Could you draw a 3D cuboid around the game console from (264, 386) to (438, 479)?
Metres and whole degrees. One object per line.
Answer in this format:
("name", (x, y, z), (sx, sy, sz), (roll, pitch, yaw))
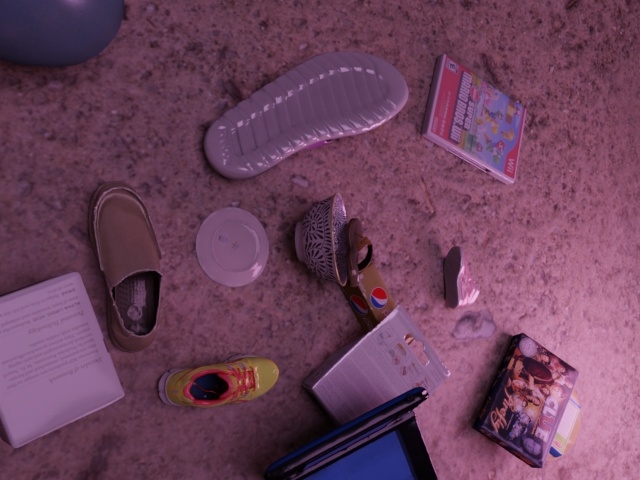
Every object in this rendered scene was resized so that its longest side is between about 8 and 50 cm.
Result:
("game console", (0.070, 0.401, 1.090), (0.293, 0.250, 0.173), (-25, 71, -14))

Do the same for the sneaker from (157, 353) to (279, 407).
("sneaker", (-0.150, 0.235, 1.053), (0.208, 0.094, 0.082), (-6, 85, -35))

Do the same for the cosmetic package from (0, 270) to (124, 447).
("cosmetic package", (-0.386, 0.155, 0.877), (0.151, 0.151, 0.184), (-23, 97, -33))

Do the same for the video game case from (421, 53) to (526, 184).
("video game case", (0.361, -0.276, 1.492), (0.285, 0.025, 0.204), (23, 72, -29))

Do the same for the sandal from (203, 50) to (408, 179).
("sandal", (-0.030, -0.234, 1.196), (0.416, 0.102, 0.169), (-25, 82, -20))

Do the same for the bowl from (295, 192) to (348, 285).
("bowl", (0.000, 0.000, 1.172), (0.080, 0.170, 0.170), (-3, 84, 10))

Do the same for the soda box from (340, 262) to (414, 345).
("soda box", (0.107, 0.136, 1.252), (0.058, 0.061, 0.181), (-36, 104, -32))

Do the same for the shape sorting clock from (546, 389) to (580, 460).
("shape sorting clock", (0.522, 0.404, 1.499), (0.206, 0.040, 0.206), (6, 77, -26))

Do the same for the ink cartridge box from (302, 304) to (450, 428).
("ink cartridge box", (0.108, 0.262, 1.216), (0.232, 0.066, 0.189), (-42, 106, -21))

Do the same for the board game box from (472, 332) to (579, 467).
("board game box", (0.460, 0.352, 1.435), (0.165, 0.042, 0.243), (34, 65, -4))

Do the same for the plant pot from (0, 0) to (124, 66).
("plant pot", (-0.387, -0.357, 0.895), (0.195, 0.290, 0.290), (50, 53, -59))

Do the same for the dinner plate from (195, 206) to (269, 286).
("dinner plate", (-0.150, 0.011, 1.130), (0.141, 0.017, 0.141), (5, 80, -31))

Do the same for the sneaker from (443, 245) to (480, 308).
("sneaker", (0.308, 0.081, 1.398), (0.070, 0.051, 0.134), (4, 85, -34))

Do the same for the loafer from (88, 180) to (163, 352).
("loafer", (-0.287, 0.037, 0.990), (0.101, 0.092, 0.269), (-10, 89, -33))

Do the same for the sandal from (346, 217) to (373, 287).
("sandal", (0.074, 0.024, 1.199), (0.180, 0.049, 0.072), (-84, 167, -58))
